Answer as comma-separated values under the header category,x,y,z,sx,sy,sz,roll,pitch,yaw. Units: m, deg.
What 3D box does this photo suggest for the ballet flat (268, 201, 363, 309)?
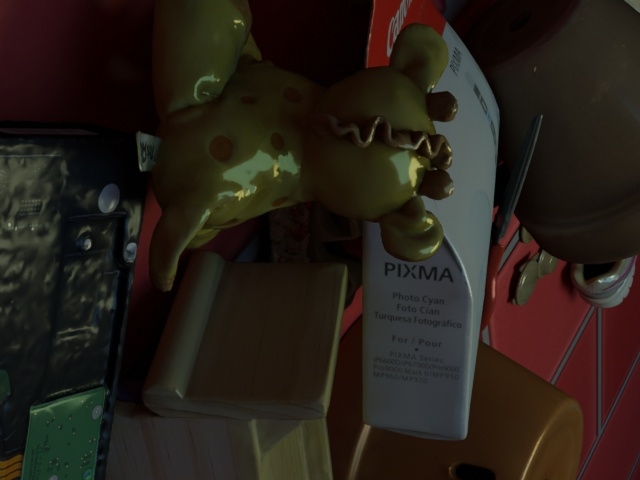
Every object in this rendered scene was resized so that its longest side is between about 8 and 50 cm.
category,x,y,z,sx,sy,sz,roll,pitch,yaw
ballet flat,0.000,0.000,0.850,0.091,0.077,0.240,-42,139,-45

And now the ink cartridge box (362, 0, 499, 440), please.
category,x,y,z,sx,sy,sz,roll,pitch,yaw
ink cartridge box,0.101,-0.086,0.853,0.308,0.091,0.384,-69,163,-55

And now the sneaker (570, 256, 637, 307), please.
category,x,y,z,sx,sy,sz,roll,pitch,yaw
sneaker,0.439,-0.022,1.579,0.111,0.103,0.252,10,95,-63

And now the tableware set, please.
category,x,y,z,sx,sy,sz,roll,pitch,yaw
tableware set,0.294,0.004,1.425,0.141,0.020,0.168,-24,126,-52

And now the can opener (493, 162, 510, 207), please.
category,x,y,z,sx,sy,sz,roll,pitch,yaw
can opener,0.230,-0.075,1.236,0.186,0.073,0.059,-17,128,-46

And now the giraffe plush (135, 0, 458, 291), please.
category,x,y,z,sx,sy,sz,roll,pitch,yaw
giraffe plush,-0.010,-0.063,0.626,0.210,0.171,0.181,-96,-173,-70

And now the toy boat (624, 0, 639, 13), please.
category,x,y,z,sx,sy,sz,roll,pitch,yaw
toy boat,0.332,-0.267,1.252,0.267,0.148,0.318,-44,132,-50

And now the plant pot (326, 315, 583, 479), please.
category,x,y,z,sx,sy,sz,roll,pitch,yaw
plant pot,0.130,0.219,1.060,0.291,0.204,0.290,-34,131,-50

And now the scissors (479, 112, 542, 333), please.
category,x,y,z,sx,sy,sz,roll,pitch,yaw
scissors,0.182,-0.001,1.069,0.297,0.021,0.109,111,-22,-59

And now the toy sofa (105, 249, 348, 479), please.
category,x,y,z,sx,sy,sz,roll,pitch,yaw
toy sofa,-0.060,0.194,0.805,0.150,0.177,0.362,-77,164,-54

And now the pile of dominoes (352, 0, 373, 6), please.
category,x,y,z,sx,sy,sz,roll,pitch,yaw
pile of dominoes,0.071,-0.317,0.848,0.196,0.040,0.251,-54,145,-32

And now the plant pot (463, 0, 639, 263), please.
category,x,y,z,sx,sy,sz,roll,pitch,yaw
plant pot,0.262,-0.144,1.073,0.229,0.263,0.263,43,63,-25

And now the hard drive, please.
category,x,y,z,sx,sy,sz,roll,pitch,yaw
hard drive,-0.207,0.106,0.557,0.237,0.064,0.338,-10,113,-58
